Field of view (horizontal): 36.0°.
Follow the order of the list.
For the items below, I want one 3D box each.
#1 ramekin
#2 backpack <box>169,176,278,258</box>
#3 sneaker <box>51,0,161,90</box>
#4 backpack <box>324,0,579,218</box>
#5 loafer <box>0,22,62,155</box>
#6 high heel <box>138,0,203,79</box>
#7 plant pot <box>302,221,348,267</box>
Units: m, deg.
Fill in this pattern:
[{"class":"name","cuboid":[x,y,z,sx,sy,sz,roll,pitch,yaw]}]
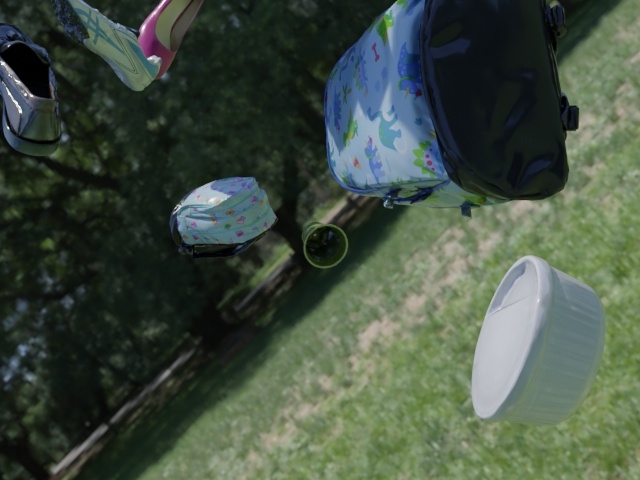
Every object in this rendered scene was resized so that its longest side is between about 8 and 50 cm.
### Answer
[{"class":"ramekin","cuboid":[0.349,0.169,1.572,0.273,0.127,0.273,-163,90,-85]},{"class":"backpack","cuboid":[-0.170,-0.047,1.746,0.182,0.115,0.152,1,40,43]},{"class":"sneaker","cuboid":[-0.376,-0.362,1.735,0.085,0.237,0.086,18,71,46]},{"class":"backpack","cuboid":[0.143,-0.166,1.237,0.273,0.290,0.355,-9,0,-2]},{"class":"loafer","cuboid":[-0.389,-0.222,1.311,0.096,0.267,0.084,0,-47,-31]},{"class":"high heel","cuboid":[-0.266,-0.415,1.860,0.117,0.082,0.244,-12,51,37]},{"class":"plant pot","cuboid":[0.000,0.000,1.816,0.083,0.083,0.079,-46,22,1]}]
